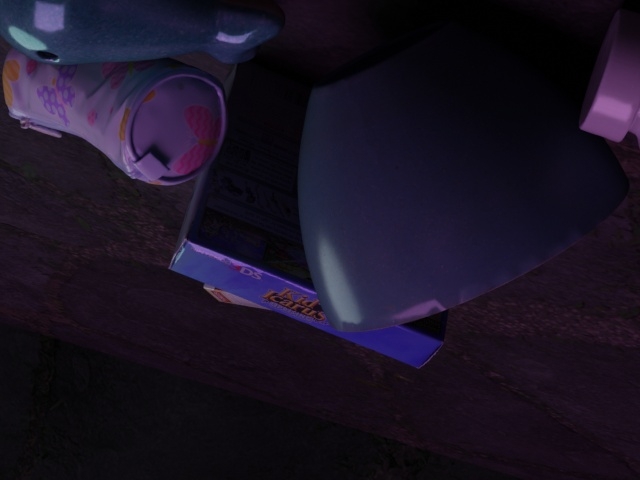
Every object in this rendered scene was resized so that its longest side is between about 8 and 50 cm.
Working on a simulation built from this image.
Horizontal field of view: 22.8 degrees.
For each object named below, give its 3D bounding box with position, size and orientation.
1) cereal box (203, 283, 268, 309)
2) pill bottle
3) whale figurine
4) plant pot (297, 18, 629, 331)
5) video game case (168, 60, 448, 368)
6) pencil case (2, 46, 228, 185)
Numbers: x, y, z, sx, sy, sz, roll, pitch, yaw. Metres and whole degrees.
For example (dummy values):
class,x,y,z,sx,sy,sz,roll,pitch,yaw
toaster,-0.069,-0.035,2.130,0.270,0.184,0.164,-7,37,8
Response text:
class,x,y,z,sx,sy,sz,roll,pitch,yaw
cereal box,0.000,0.000,1.789,0.240,0.173,0.047,7,159,29
pill bottle,0.324,-0.103,1.246,0.221,0.121,0.121,18,162,2
whale figurine,-0.173,-0.206,1.404,0.272,0.141,0.216,21,162,-17
plant pot,0.095,-0.076,1.380,0.290,0.290,0.195,-10,110,56
video game case,0.007,-0.029,1.572,0.269,0.244,0.061,23,140,-12
pencil case,-0.207,-0.139,1.557,0.273,0.124,0.113,24,148,48
